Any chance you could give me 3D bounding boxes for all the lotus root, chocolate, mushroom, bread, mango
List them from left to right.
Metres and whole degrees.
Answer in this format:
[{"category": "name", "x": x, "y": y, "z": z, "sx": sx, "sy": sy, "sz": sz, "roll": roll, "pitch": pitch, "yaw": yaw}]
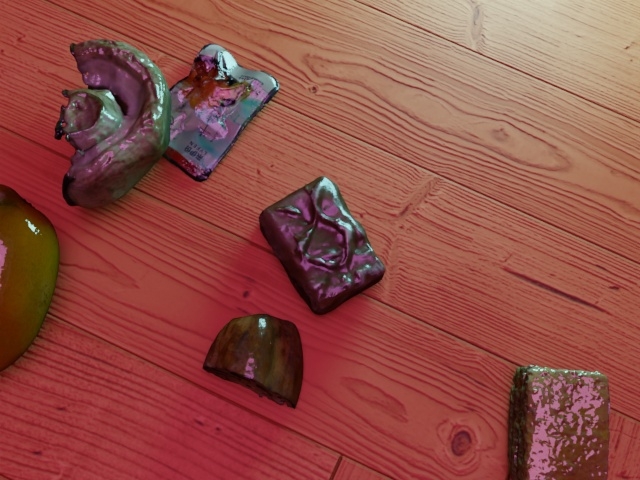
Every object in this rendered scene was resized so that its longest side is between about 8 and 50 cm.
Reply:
[{"category": "mango", "x": -0.518, "y": 0.070, "z": 1.315, "sx": 0.211, "sy": 0.173, "sz": 0.317, "roll": 12, "pitch": 80, "yaw": 2}, {"category": "mushroom", "x": -0.324, "y": -0.178, "z": 1.389, "sx": 0.164, "sy": 0.189, "sz": 0.267, "roll": 1, "pitch": 61, "yaw": -3}, {"category": "lotus root", "x": -0.099, "y": 0.178, "z": 1.339, "sx": 0.159, "sy": 0.095, "sz": 0.135, "roll": 12, "pitch": 69, "yaw": -5}, {"category": "chocolate", "x": 0.000, "y": 0.000, "z": 1.395, "sx": 0.148, "sy": 0.093, "sz": 0.214, "roll": -30, "pitch": 76, "yaw": -12}, {"category": "bread", "x": 0.363, "y": 0.293, "z": 1.317, "sx": 0.138, "sy": 0.102, "sz": 0.196, "roll": 3, "pitch": 76, "yaw": 1}]

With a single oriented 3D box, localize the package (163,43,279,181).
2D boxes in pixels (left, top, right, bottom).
[{"category": "package", "x": -0.195, "y": -0.231, "z": 1.485, "sx": 0.166, "sy": 0.040, "sz": 0.232, "roll": 38, "pitch": 79, "yaw": 11}]
